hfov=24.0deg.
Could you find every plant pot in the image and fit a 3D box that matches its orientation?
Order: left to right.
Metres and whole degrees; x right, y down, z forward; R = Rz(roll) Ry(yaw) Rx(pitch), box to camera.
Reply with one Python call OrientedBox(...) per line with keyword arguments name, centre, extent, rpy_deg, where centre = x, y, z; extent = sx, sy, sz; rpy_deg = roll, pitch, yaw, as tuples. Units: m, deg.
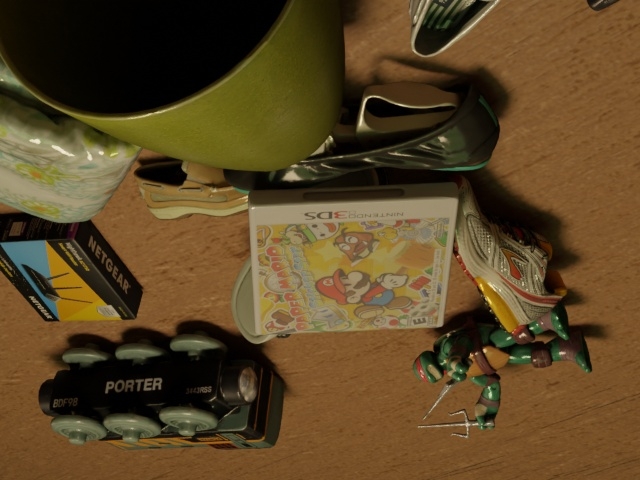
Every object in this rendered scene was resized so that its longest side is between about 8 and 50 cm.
OrientedBox(name="plant pot", centre=(-0.090, -0.175, 1.280), extent=(0.274, 0.275, 0.293), rpy_deg=(-1, 162, 19))

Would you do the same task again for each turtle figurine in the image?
OrientedBox(name="turtle figurine", centre=(0.193, 0.146, 1.786), extent=(0.234, 0.118, 0.175), rpy_deg=(-22, 152, 19))

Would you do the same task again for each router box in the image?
OrientedBox(name="router box", centre=(-0.314, 0.034, 1.833), extent=(0.133, 0.046, 0.179), rpy_deg=(-3, 145, 21))

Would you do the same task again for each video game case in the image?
OrientedBox(name="video game case", centre=(0.032, 0.023, 1.548), extent=(0.206, 0.026, 0.227), rpy_deg=(-2, 143, -2))

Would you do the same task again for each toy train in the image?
OrientedBox(name="toy train", centre=(-0.211, 0.217, 2.013), extent=(0.334, 0.142, 0.190), rpy_deg=(-8, 152, 28))

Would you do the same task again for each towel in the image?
OrientedBox(name="towel", centre=(-0.366, -0.126, 1.452), extent=(0.374, 0.090, 0.320), rpy_deg=(21, 169, -11))

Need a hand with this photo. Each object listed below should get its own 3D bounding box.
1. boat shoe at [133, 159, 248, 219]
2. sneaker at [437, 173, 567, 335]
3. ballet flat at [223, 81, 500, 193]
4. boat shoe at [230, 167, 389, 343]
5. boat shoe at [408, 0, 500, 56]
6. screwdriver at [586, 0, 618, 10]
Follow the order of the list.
OrientedBox(name="boat shoe", centre=(-0.122, -0.067, 1.605), extent=(0.190, 0.068, 0.072), rpy_deg=(-11, 130, 31))
OrientedBox(name="sneaker", centre=(0.192, 0.003, 1.613), extent=(0.092, 0.088, 0.225), rpy_deg=(-30, 131, 10))
OrientedBox(name="ballet flat", centre=(0.033, -0.113, 1.469), extent=(0.280, 0.095, 0.096), rpy_deg=(-7, 135, 10))
OrientedBox(name="boat shoe", centre=(0.000, 0.000, 1.646), extent=(0.091, 0.114, 0.302), rpy_deg=(-14, 157, -40))
OrientedBox(name="boat shoe", centre=(0.140, -0.231, 1.254), extent=(0.083, 0.076, 0.226), rpy_deg=(18, 147, -10))
OrientedBox(name="screwdriver", centre=(0.287, -0.241, 1.252), extent=(0.025, 0.024, 0.170), rpy_deg=(50, 132, -5))
